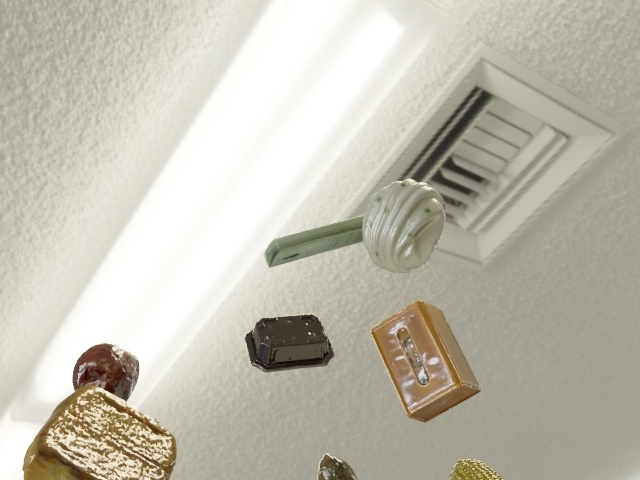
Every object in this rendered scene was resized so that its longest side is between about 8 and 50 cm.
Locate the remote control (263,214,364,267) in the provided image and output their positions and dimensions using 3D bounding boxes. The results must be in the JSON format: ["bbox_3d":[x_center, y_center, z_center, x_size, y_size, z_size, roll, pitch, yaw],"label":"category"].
[{"bbox_3d":[0.000,0.000,1.495,0.233,0.038,0.098,-16,-18,-24],"label":"remote control"}]

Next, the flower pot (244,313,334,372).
[{"bbox_3d":[-0.087,0.283,2.151,0.250,0.179,0.084,-4,-52,-15],"label":"flower pot"}]

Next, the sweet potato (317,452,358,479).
[{"bbox_3d":[0.082,0.546,1.483,0.075,0.273,0.075,-36,2,1],"label":"sweet potato"}]

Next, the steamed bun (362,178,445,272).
[{"bbox_3d":[0.146,-0.032,1.397,0.106,0.183,0.183,22,-57,-38],"label":"steamed bun"}]

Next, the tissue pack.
[{"bbox_3d":[0.287,0.333,2.059,0.194,0.274,0.145,-34,-32,16],"label":"tissue pack"}]

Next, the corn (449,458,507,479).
[{"bbox_3d":[0.456,0.672,1.847,0.144,0.387,0.144,-5,-74,-17],"label":"corn"}]

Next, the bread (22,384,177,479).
[{"bbox_3d":[-0.525,0.530,1.794,0.337,0.328,0.148,34,-70,-11],"label":"bread"}]

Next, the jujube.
[{"bbox_3d":[-0.596,0.380,2.101,0.190,0.190,0.255,-29,-5,10],"label":"jujube"}]
